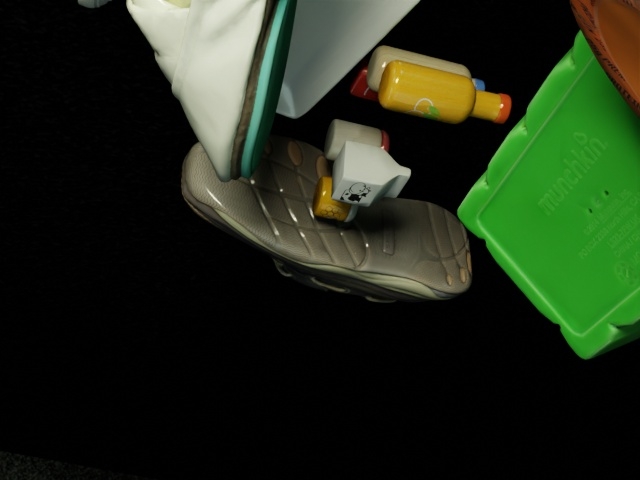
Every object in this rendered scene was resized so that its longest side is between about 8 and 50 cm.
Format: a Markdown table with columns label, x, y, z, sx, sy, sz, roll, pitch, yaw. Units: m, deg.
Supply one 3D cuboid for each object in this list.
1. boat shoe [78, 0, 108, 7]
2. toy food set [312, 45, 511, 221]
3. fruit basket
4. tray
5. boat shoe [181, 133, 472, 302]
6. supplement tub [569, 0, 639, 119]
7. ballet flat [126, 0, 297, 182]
| label | x | y | z | sx | sy | sz | roll | pitch | yaw |
| --- | --- | --- | --- | --- | --- | --- | --- | --- | --- |
| boat shoe | -0.132 | -0.233 | 0.711 | 0.063 | 0.066 | 0.184 | 16 | 140 | -19 |
| toy food set | 0.074 | -0.094 | 0.873 | 0.104 | 0.111 | 0.232 | 11 | 148 | -12 |
| fruit basket | 0.339 | -0.098 | 0.763 | 0.392 | 0.283 | 0.392 | -37 | 166 | -11 |
| tray | -0.014 | -0.196 | 0.787 | 0.145 | 0.030 | 0.270 | 18 | 148 | -25 |
| boat shoe | 0.000 | 0.000 | 1.038 | 0.355 | 0.132 | 0.130 | 23 | 146 | -28 |
| supplement tub | 0.302 | -0.175 | 0.464 | 0.338 | 0.207 | 0.207 | -38 | 141 | 5 |
| ballet flat | -0.062 | -0.199 | 0.639 | 0.139 | 0.139 | 0.400 | 9 | 143 | -10 |
